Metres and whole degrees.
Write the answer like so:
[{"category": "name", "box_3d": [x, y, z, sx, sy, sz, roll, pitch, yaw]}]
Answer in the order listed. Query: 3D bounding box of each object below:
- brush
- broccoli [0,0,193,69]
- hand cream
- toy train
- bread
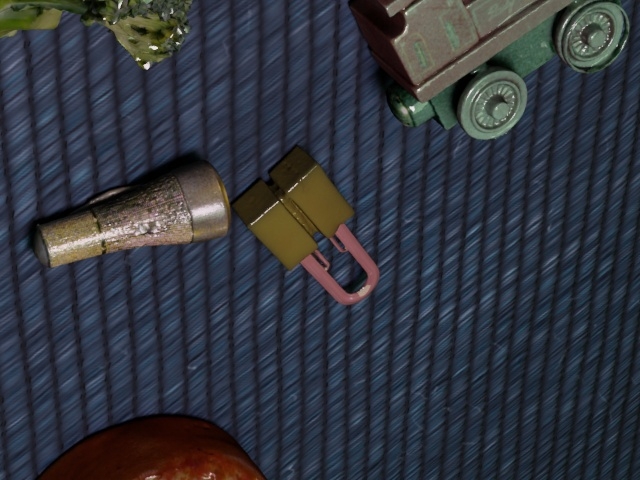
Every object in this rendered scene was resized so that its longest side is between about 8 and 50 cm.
[{"category": "brush", "box_3d": [0.000, 0.000, 1.933, 0.103, 0.047, 0.233, -42, 137, -2]}, {"category": "broccoli", "box_3d": [-0.288, -0.228, 1.474, 0.361, 0.221, 0.252, -19, 166, -23]}, {"category": "hand cream", "box_3d": [-0.196, -0.018, 1.766, 0.203, 0.084, 0.084, -17, 130, -15]}, {"category": "toy train", "box_3d": [0.184, -0.252, 1.812, 0.304, 0.150, 0.221, -35, 129, -7]}, {"category": "bread", "box_3d": [-0.197, 0.349, 2.004, 0.327, 0.114, 0.295, 5, 117, -37]}]
